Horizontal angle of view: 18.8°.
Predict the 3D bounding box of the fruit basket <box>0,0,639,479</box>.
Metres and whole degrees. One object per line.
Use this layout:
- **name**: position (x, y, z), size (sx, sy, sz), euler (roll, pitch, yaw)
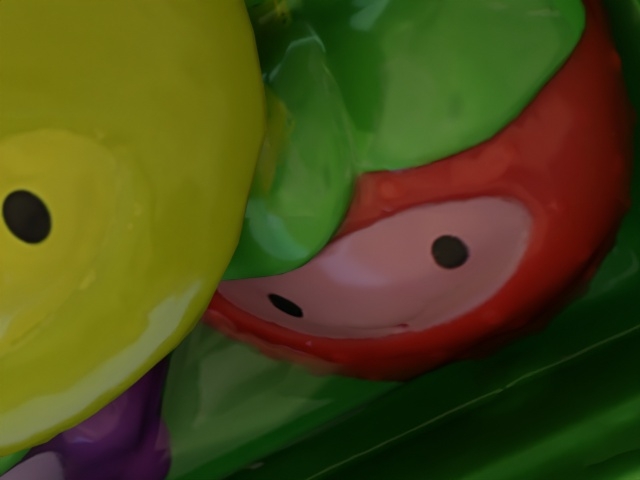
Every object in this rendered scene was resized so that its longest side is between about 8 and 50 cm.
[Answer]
- **fruit basket**: position (-0.070, -0.004, 0.519), size (0.392, 0.392, 0.283), euler (-33, -82, -37)
